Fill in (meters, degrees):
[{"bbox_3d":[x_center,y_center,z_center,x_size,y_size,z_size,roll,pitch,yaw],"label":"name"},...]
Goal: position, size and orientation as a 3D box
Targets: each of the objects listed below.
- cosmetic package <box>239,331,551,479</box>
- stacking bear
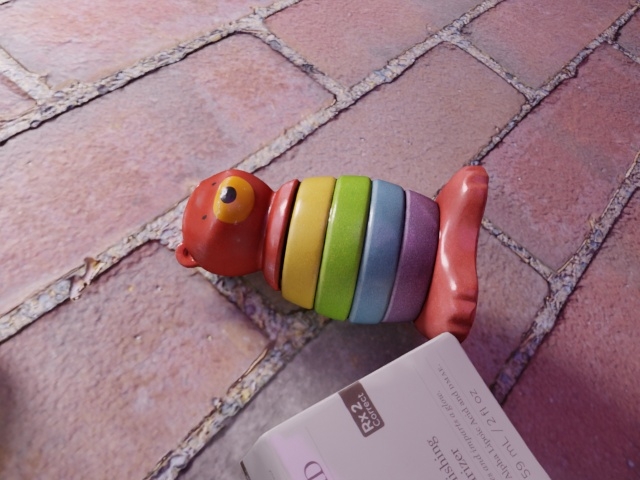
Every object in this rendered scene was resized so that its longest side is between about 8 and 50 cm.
[{"bbox_3d":[0.052,0.199,0.430,0.184,0.151,0.151,-22,68,-27],"label":"cosmetic package"},{"bbox_3d":[0.000,0.000,0.533,0.289,0.164,0.175,11,71,2],"label":"stacking bear"}]
